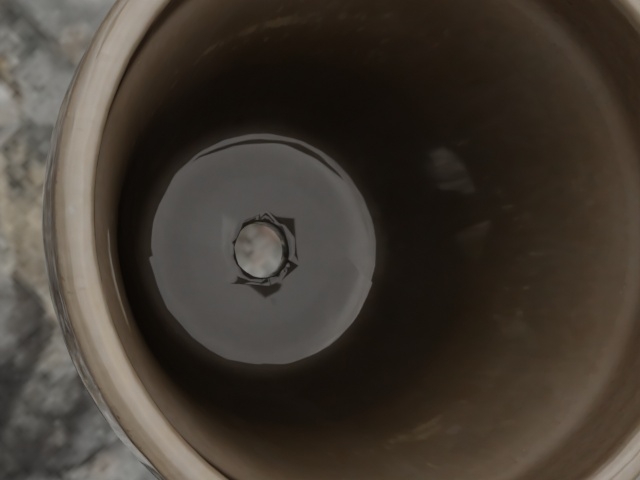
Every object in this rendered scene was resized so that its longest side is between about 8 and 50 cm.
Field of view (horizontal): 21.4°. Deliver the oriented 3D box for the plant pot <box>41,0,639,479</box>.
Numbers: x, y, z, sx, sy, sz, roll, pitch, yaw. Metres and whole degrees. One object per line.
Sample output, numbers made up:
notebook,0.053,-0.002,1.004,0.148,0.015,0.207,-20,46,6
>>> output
plant pot,0.000,0.000,0.712,0.263,0.263,0.229,45,-16,-11
